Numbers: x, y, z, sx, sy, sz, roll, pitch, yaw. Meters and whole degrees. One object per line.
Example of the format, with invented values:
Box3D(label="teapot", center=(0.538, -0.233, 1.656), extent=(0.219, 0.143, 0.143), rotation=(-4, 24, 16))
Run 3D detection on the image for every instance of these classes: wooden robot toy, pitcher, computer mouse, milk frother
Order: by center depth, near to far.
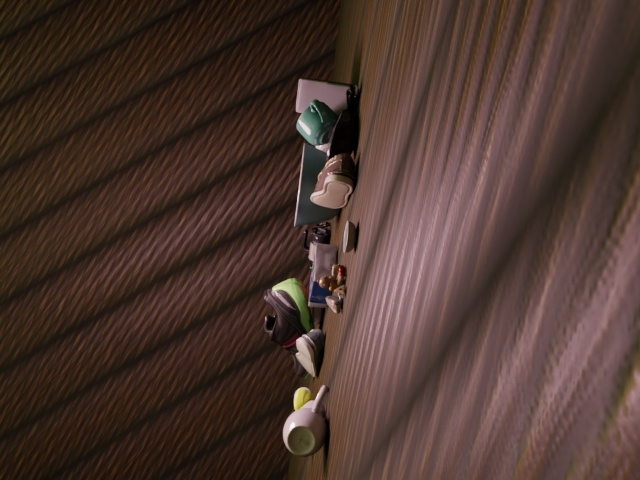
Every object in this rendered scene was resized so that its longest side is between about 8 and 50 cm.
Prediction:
Box3D(label="wooden robot toy", center=(0.031, 0.109, 1.529), extent=(0.173, 0.078, 0.076), rotation=(-91, 8, -64))
Box3D(label="pitcher", center=(-0.030, 0.527, 1.556), extent=(0.207, 0.125, 0.178), rotation=(-3, -65, -82))
Box3D(label="computer mouse", center=(0.085, -0.345, 1.672), extent=(0.189, 0.072, 0.272), rotation=(98, -171, -53))
Box3D(label="milk frother", center=(0.000, 0.000, 2.312), extent=(0.143, 0.129, 0.135), rotation=(-22, -49, -43))

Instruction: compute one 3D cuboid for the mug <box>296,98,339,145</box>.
Box3D(label="mug", center=(-0.005, -0.377, 1.731), extent=(0.129, 0.097, 0.157), rotation=(-48, -19, 17))

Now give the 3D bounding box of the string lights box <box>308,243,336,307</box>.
Box3D(label="string lights box", center=(0.007, 0.133, 1.916), extent=(0.260, 0.076, 0.134), rotation=(102, 173, -59))

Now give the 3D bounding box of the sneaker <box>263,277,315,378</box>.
Box3D(label="sneaker", center=(-0.127, 0.369, 2.204), extent=(0.185, 0.202, 0.484), rotation=(-98, -2, -63))

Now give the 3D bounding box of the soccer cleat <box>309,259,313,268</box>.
Box3D(label="soccer cleat", center=(-0.015, 0.068, 2.445), extent=(0.060, 0.072, 0.179), rotation=(-88, 5, -52))

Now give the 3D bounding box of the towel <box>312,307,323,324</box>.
Box3D(label="towel", center=(-0.006, 0.217, 2.244), extent=(0.282, 0.049, 0.187), rotation=(-97, 12, -72))

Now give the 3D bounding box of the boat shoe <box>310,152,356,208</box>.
Box3D(label="boat shoe", center=(0.042, -0.178, 1.654), extent=(0.324, 0.116, 0.097), rotation=(129, 152, -77))

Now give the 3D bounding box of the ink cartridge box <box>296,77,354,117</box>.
Box3D(label="ink cartridge box", center=(0.018, -0.521, 1.921), extent=(0.278, 0.201, 0.117), rotation=(-93, 10, -72))

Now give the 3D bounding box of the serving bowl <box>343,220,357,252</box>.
Box3D(label="serving bowl", center=(0.079, -0.008, 1.374), extent=(0.083, 0.027, 0.084), rotation=(-173, 90, -87))

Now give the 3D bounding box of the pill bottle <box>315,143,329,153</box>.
Box3D(label="pill bottle", center=(0.036, -0.397, 2.159), extent=(0.187, 0.111, 0.112), rotation=(-87, 5, -49))

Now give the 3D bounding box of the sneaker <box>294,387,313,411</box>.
Box3D(label="sneaker", center=(-0.052, 0.683, 1.984), extent=(0.126, 0.091, 0.240), rotation=(70, -160, -53))

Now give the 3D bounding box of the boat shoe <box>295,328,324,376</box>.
Box3D(label="boat shoe", center=(-0.028, 0.436, 2.049), extent=(0.099, 0.116, 0.320), rotation=(-38, -25, -21))

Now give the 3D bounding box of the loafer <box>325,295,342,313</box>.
Box3D(label="loafer", center=(0.040, 0.188, 1.557), extent=(0.125, 0.045, 0.039), rotation=(-171, 81, -84))

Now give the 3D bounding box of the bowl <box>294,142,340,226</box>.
Box3D(label="bowl", center=(-0.001, -0.196, 1.954), extent=(0.311, 0.162, 0.312), rotation=(-174, 90, -86))
